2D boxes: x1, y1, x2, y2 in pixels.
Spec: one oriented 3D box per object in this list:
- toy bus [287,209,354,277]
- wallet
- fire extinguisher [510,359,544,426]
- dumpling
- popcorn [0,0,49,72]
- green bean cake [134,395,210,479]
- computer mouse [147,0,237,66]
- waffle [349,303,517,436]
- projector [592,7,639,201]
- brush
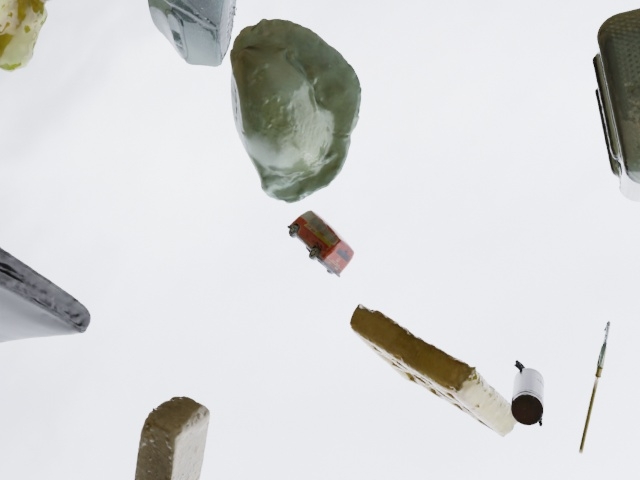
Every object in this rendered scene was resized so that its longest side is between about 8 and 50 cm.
[{"bbox_3d":[0.000,0.000,1.666,0.077,0.079,0.174,-47,-140,3],"label":"toy bus"},{"bbox_3d":[-0.500,0.089,1.098,0.377,0.197,0.051,-12,-129,36],"label":"wallet"},{"bbox_3d":[0.288,0.210,1.102,0.043,0.064,0.158,-42,175,17],"label":"fire extinguisher"},{"bbox_3d":[-0.077,-0.253,1.595,0.270,0.321,0.212,12,-139,37],"label":"dumpling"},{"bbox_3d":[-0.402,-0.340,0.912,0.326,0.321,0.290,-47,174,-24],"label":"popcorn"},{"bbox_3d":[-0.264,0.375,1.412,0.085,0.179,0.109,20,-155,21],"label":"green bean cake"},{"bbox_3d":[-0.156,-0.287,0.941,0.113,0.229,0.068,36,-128,12],"label":"computer mouse"},{"bbox_3d":[0.180,0.209,1.277,0.248,0.221,0.055,27,-101,42],"label":"waffle"},{"bbox_3d":[0.367,-0.130,0.688,0.242,0.177,0.164,-9,-95,18],"label":"projector"},{"bbox_3d":[0.413,0.231,1.203,0.010,0.218,0.082,12,-157,20],"label":"brush"}]
